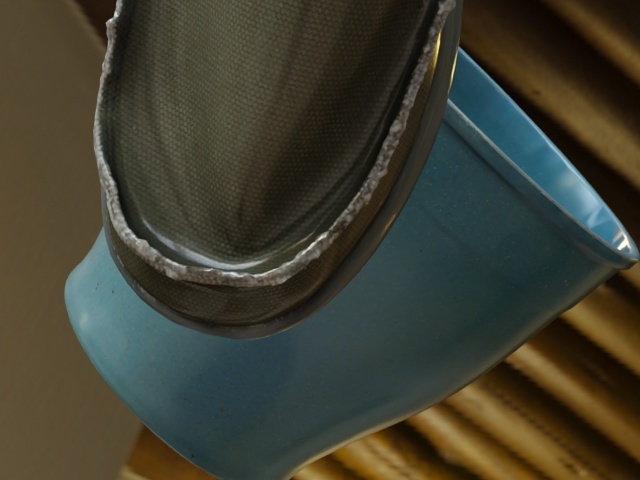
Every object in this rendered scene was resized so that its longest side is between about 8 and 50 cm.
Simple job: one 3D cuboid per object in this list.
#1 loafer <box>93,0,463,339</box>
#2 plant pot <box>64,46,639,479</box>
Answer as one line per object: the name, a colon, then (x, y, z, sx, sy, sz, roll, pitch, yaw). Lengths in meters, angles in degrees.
loafer: (-0.002, -0.099, 0.374, 0.094, 0.087, 0.251, 15, -90, 12)
plant pot: (0.000, 0.000, 0.903, 0.272, 0.271, 0.255, 41, -76, -16)
